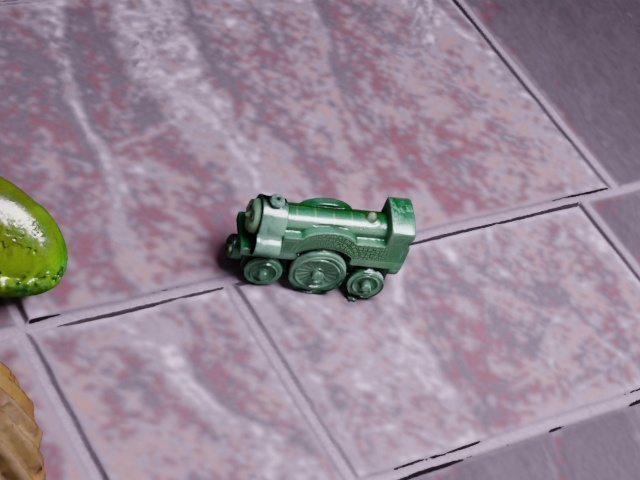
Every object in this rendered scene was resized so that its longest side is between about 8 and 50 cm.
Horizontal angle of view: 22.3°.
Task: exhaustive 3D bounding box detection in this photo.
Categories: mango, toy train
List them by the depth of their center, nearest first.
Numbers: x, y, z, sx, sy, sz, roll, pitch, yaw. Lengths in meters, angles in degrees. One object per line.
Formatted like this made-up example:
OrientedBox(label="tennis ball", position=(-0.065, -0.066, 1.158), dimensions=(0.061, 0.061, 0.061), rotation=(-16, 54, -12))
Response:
OrientedBox(label="mango", position=(-0.314, -0.005, 1.467), dimensions=(0.178, 0.100, 0.119), rotation=(22, 80, -12))
OrientedBox(label="toy train", position=(0.000, 0.000, 1.581), dimensions=(0.178, 0.104, 0.071), rotation=(6, 49, -15))

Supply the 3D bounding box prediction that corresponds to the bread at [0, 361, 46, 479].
OrientedBox(label="bread", position=(-0.343, 0.156, 1.259), dimensions=(0.274, 0.149, 0.274), rotation=(10, 51, -13))
